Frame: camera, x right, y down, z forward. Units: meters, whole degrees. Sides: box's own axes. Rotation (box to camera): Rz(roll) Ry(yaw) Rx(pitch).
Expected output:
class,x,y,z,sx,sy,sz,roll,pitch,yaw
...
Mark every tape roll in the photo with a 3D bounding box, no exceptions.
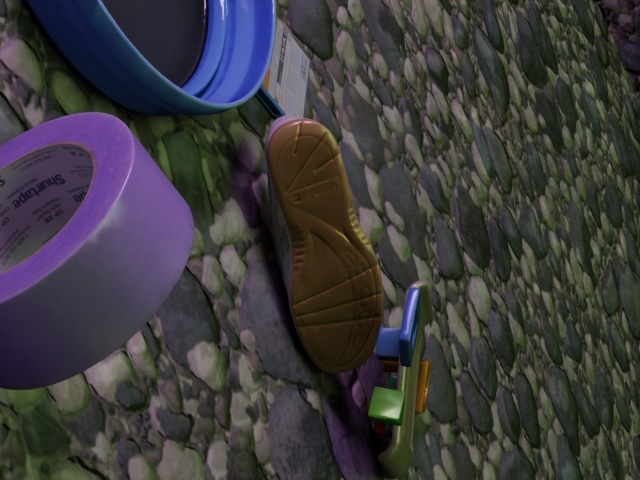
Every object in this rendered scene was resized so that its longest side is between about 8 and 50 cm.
class,x,y,z,sx,sy,sz,roll,pitch,yaw
tape roll,-0.187,0.005,0.981,0.080,0.189,0.189,54,32,-37

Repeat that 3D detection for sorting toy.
class,x,y,z,sx,sy,sz,roll,pitch,yaw
sorting toy,0.084,0.155,1.558,0.347,0.047,0.196,66,33,-72

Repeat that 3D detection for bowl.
class,x,y,z,sx,sy,sz,roll,pitch,yaw
bowl,-0.171,-0.300,1.320,0.391,0.077,0.391,42,40,-50

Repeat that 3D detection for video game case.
class,x,y,z,sx,sy,sz,roll,pitch,yaw
video game case,-0.061,-0.206,1.566,0.166,0.015,0.119,50,35,-43

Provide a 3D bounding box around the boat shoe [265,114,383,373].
class,x,y,z,sx,sy,sz,roll,pitch,yaw
boat shoe,0.000,0.000,1.486,0.096,0.098,0.277,-129,-152,-71
